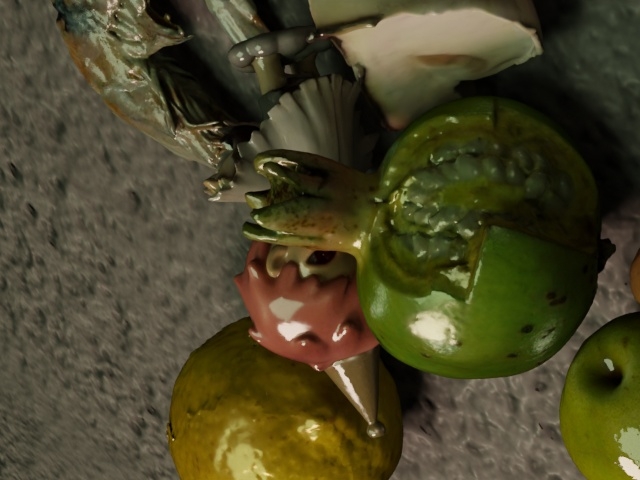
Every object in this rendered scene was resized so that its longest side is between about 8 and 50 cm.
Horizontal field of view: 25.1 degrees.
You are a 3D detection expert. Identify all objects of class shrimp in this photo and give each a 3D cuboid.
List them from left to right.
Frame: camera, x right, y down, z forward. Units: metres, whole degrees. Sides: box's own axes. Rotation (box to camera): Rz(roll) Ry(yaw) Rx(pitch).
[{"bbox_3d":[-0.128,-0.178,1.447,0.360,0.085,0.247,46,136,-4],"label":"shrimp"}]

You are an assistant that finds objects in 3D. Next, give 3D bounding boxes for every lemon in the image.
[{"bbox_3d":[-0.041,0.202,1.547,0.253,0.253,0.310,52,152,2],"label":"lemon"}]

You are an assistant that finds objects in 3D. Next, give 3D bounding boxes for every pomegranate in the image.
[{"bbox_3d":[0.086,-0.006,1.176,0.302,0.236,0.236,9,139,-4],"label":"pomegranate"}]

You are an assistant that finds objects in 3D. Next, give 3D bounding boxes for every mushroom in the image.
[{"bbox_3d":[0.089,-0.210,1.153,0.162,0.173,0.236,-9,163,13],"label":"mushroom"}]

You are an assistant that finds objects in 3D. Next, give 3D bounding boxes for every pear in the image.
[{"bbox_3d":[0.303,0.151,1.199,0.216,0.166,0.180,25,157,-35],"label":"pear"}]

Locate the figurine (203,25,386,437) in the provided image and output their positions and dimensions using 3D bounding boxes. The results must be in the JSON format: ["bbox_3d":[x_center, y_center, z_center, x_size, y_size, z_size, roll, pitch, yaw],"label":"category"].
[{"bbox_3d":[0.000,0.000,1.322,0.166,0.207,0.386,-11,91,39],"label":"figurine"}]

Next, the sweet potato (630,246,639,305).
[{"bbox_3d":[0.298,-0.063,1.047,0.106,0.095,0.354,29,140,26],"label":"sweet potato"}]
